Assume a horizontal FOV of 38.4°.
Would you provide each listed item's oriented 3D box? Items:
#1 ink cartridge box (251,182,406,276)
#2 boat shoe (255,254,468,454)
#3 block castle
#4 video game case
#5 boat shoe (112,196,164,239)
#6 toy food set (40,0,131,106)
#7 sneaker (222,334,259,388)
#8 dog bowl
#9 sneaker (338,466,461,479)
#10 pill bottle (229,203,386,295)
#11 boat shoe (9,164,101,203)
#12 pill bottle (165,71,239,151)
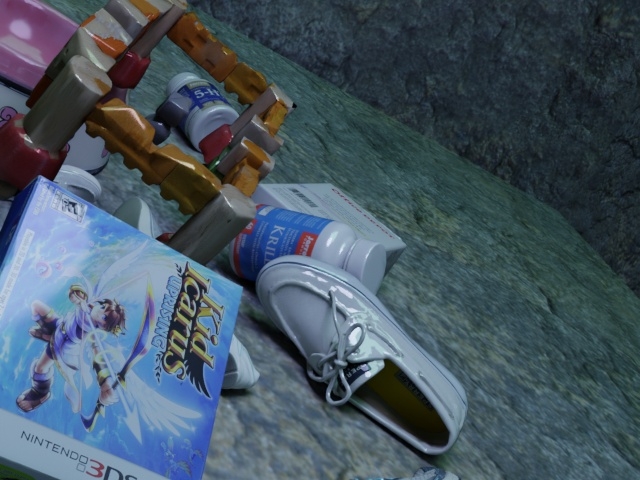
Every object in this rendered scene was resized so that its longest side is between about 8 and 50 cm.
[{"bbox_3d":[0.000,0.000,1.622,0.201,0.117,0.278,40,19,19],"label":"ink cartridge box"},{"bbox_3d":[0.047,0.171,1.279,0.367,0.136,0.156,43,21,-2],"label":"boat shoe"},{"bbox_3d":[-0.224,-0.135,1.213,0.303,0.213,0.453,41,25,-15],"label":"block castle"},{"bbox_3d":[-0.205,0.108,0.853,0.244,0.061,0.269,32,48,-29],"label":"video game case"},{"bbox_3d":[-0.239,0.021,1.260,0.081,0.079,0.227,45,8,-35],"label":"boat shoe"},{"bbox_3d":[-0.497,-0.356,1.772,0.306,0.092,0.219,35,16,-21],"label":"toy food set"},{"bbox_3d":[-0.131,0.135,1.180,0.061,0.053,0.152,25,24,-52],"label":"sneaker"},{"bbox_3d":[-0.485,-0.277,1.448,0.408,0.150,0.408,32,18,-11],"label":"dog bowl"},{"bbox_3d":[0.065,0.295,1.004,0.122,0.110,0.283,35,18,15],"label":"sneaker"},{"bbox_3d":[-0.018,0.022,1.407,0.222,0.124,0.124,13,9,25],"label":"pill bottle"},{"bbox_3d":[-0.384,-0.072,1.258,0.184,0.066,0.063,20,36,-41],"label":"boat shoe"},{"bbox_3d":[-0.248,-0.269,1.899,0.112,0.112,0.186,16,25,-43],"label":"pill bottle"}]
